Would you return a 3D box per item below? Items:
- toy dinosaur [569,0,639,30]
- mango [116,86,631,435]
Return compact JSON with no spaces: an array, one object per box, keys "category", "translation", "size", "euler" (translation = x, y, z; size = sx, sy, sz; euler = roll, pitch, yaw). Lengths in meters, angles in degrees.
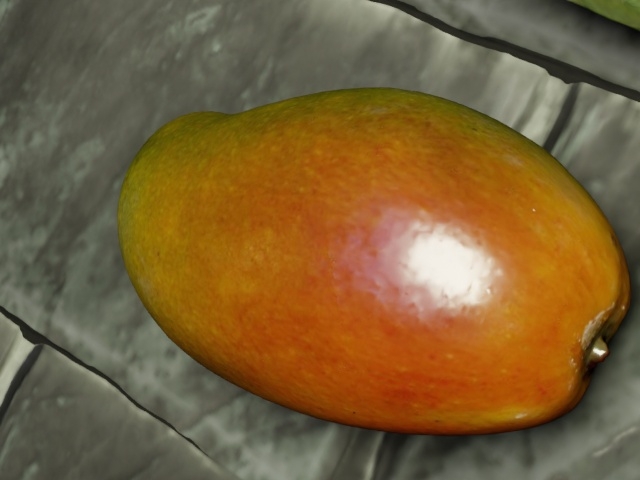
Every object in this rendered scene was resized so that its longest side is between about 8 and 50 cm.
[{"category":"toy dinosaur","translation":[0.191,-0.122,0.460],"size":[0.447,0.087,0.301],"euler":[-20,69,26]},{"category":"mango","translation":[0.000,0.005,0.544],"size":[0.289,0.129,0.146],"euler":[4,82,45]}]
